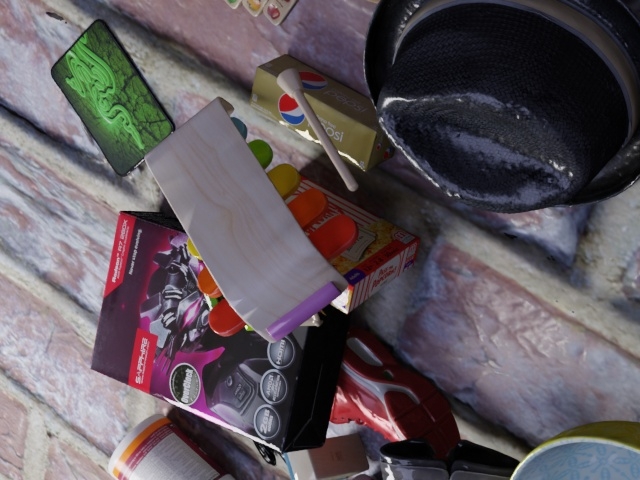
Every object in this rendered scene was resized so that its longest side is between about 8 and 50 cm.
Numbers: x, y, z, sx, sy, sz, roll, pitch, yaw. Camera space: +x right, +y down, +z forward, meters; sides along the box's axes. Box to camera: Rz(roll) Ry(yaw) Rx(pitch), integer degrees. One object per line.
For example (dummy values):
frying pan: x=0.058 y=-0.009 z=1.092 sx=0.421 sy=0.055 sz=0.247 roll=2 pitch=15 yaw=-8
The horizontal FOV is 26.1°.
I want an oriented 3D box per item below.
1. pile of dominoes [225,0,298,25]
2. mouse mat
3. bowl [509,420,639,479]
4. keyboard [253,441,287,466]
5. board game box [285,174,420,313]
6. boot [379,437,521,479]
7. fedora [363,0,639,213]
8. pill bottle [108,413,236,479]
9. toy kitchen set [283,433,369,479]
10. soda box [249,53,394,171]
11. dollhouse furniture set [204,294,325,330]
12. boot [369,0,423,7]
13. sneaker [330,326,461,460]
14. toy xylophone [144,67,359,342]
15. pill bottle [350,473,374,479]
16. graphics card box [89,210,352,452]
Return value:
pile of dominoes: x=-0.122 y=-0.372 z=1.655 sx=0.251 sy=0.040 sz=0.196 roll=28 pitch=127 yaw=25
mouse mat: x=-0.290 y=-0.194 z=1.905 sx=0.153 sy=0.007 sz=0.189 roll=-35 pitch=88 yaw=44
bowl: x=0.366 y=0.312 z=1.538 sx=0.289 sy=0.156 sz=0.289 roll=18 pitch=122 yaw=31
keyboard: x=-0.062 y=0.282 z=1.948 sx=0.192 sy=0.038 sz=0.100 roll=55 pitch=134 yaw=4
board game box: x=0.000 y=0.000 z=1.677 sx=0.193 sy=0.147 sz=0.045 roll=28 pitch=128 yaw=24
boot: x=0.220 y=0.370 z=1.672 sx=0.338 sy=0.118 sz=0.222 roll=11 pitch=100 yaw=-6
fedora: x=0.180 y=-0.132 z=1.414 sx=0.334 sy=0.152 sz=0.334 roll=14 pitch=129 yaw=18
pill bottle: x=-0.199 y=0.370 z=2.045 sx=0.221 sy=0.121 sz=0.121 roll=39 pitch=131 yaw=16
toy kitchen set: x=-0.058 y=0.244 z=1.882 sx=0.166 sy=0.122 sz=0.207 roll=-28 pitch=72 yaw=34
soda box: x=0.006 y=-0.154 z=1.650 sx=0.181 sy=0.061 sz=0.058 roll=31 pitch=127 yaw=23
dollhouse furniture set: x=-0.059 y=0.061 z=1.652 sx=0.152 sy=0.058 sz=0.076 roll=-4 pitch=121 yaw=29
boot: x=0.118 y=-0.331 z=1.469 sx=0.197 sy=0.073 sz=0.152 roll=0 pitch=110 yaw=31
sneaker: x=0.084 y=0.222 z=1.786 sx=0.221 sy=0.087 sz=0.128 roll=51 pitch=145 yaw=17
toy xylophone: x=-0.071 y=-0.051 z=1.590 sx=0.236 sy=0.081 sz=0.322 roll=-30 pitch=61 yaw=12
pill bottle: x=0.106 y=0.452 z=1.824 sx=0.272 sy=0.152 sz=0.152 roll=41 pitch=132 yaw=14
graphics card box: x=-0.136 y=0.111 z=1.811 sx=0.371 sy=0.094 sz=0.232 roll=18 pitch=99 yaw=36
